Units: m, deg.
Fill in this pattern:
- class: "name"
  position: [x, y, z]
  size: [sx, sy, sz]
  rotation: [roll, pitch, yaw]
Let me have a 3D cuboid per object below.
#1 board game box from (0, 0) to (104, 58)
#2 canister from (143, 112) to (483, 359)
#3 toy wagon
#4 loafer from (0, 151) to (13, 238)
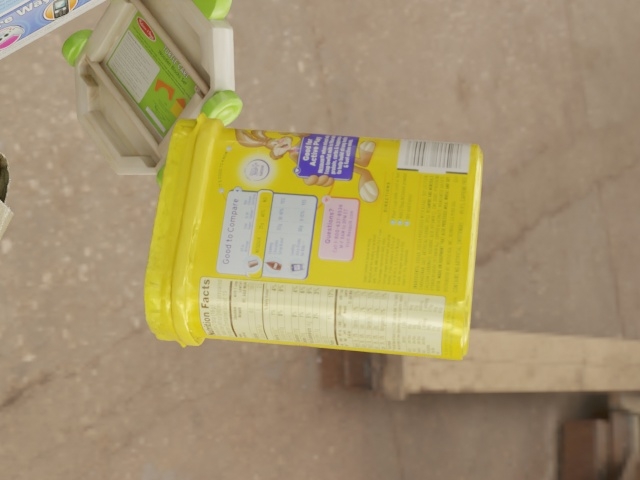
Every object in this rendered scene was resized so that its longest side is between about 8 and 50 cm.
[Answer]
- class: "board game box"
  position: [-0.200, -0.295, 0.999]
  size: [0.086, 0.308, 0.302]
  rotation: [56, -10, 13]
- class: "canister"
  position: [0.000, 0.000, 0.693]
  size: [0.073, 0.170, 0.126]
  rotation: [76, 21, -67]
- class: "toy wagon"
  position: [-0.202, -0.242, 1.661]
  size: [0.068, 0.344, 0.267]
  rotation: [-9, 55, -52]
- class: "loafer"
  position: [-0.421, -0.022, 1.511]
  size: [0.102, 0.092, 0.268]
  rotation: [54, 17, -46]
